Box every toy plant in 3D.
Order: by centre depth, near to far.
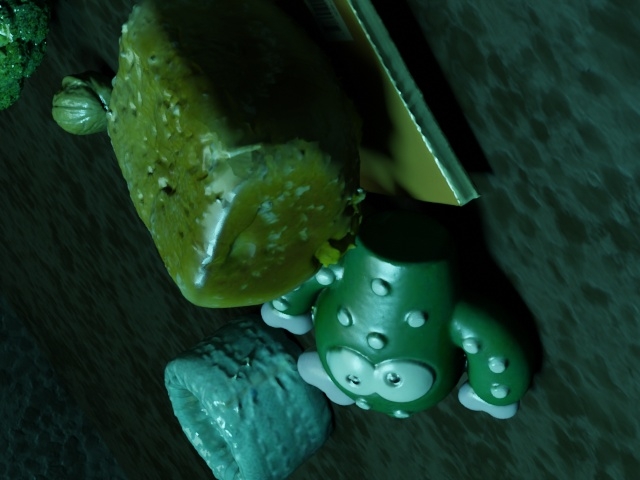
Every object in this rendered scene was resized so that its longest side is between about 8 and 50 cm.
[{"bbox_3d":[0.064,0.077,1.454,0.232,0.112,0.243,-6,132,31],"label":"toy plant"}]

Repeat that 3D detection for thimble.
[{"bbox_3d":[-0.088,0.201,2.059,0.198,0.143,0.235,48,160,20],"label":"thimble"}]

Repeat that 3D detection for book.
[{"bbox_3d":[-0.013,-0.155,1.445,0.262,0.028,0.374,59,164,-17],"label":"book"}]

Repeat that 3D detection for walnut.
[{"bbox_3d":[-0.284,-0.167,2.024,0.092,0.092,0.092,47,159,24],"label":"walnut"}]

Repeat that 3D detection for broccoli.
[{"bbox_3d":[-0.460,-0.277,2.009,0.270,0.270,0.270,18,118,38],"label":"broccoli"}]

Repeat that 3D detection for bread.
[{"bbox_3d":[-0.062,-0.088,1.353,0.246,0.176,0.195,59,145,35],"label":"bread"}]

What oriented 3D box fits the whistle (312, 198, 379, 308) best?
[{"bbox_3d":[0.000,0.000,1.590,0.123,0.123,0.223,61,176,-13],"label":"whistle"}]
